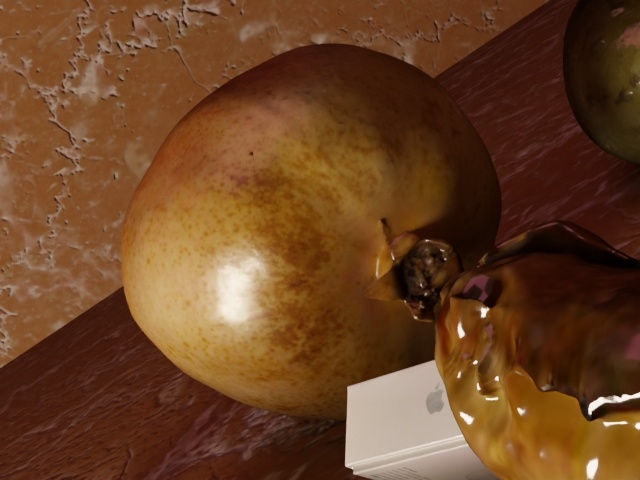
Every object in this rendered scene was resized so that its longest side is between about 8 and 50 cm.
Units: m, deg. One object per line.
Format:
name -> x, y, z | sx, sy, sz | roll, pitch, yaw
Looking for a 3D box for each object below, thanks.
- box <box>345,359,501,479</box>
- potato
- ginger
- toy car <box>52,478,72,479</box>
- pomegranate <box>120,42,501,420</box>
box -> 0.104, 0.101, 0.733 | 0.129, 0.130, 0.051 | -23, 56, 42
potato -> 0.312, -0.171, 1.241 | 0.210, 0.173, 0.307 | -25, 15, 27
ginger -> 0.177, 0.067, 0.493 | 0.321, 0.165, 0.172 | 1, 53, 29
toy car -> -0.245, 0.264, 1.149 | 0.143, 0.073, 0.054 | -38, -4, -25
pomegranate -> 0.000, 0.000, 1.074 | 0.319, 0.319, 0.319 | -31, 11, 7
